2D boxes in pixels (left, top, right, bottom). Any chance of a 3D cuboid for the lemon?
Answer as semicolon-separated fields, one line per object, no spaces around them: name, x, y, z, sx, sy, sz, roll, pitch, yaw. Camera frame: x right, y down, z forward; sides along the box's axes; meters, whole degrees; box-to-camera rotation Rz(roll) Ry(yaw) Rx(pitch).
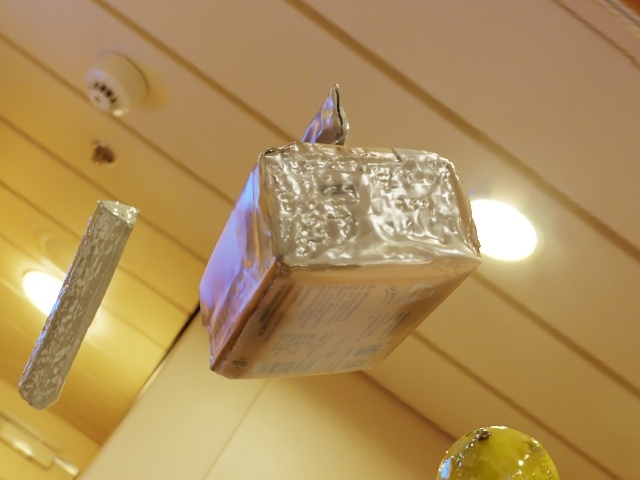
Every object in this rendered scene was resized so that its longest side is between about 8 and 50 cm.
lemon;0.244;0.353;1.276;0.173;0.173;0.206;18;-55;23

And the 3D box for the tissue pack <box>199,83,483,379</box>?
tissue pack;0.000;0.000;0.993;0.238;0.239;0.305;34;-31;0

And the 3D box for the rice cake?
rice cake;-0.283;0.073;1.082;0.052;0.256;0.057;24;1;17
